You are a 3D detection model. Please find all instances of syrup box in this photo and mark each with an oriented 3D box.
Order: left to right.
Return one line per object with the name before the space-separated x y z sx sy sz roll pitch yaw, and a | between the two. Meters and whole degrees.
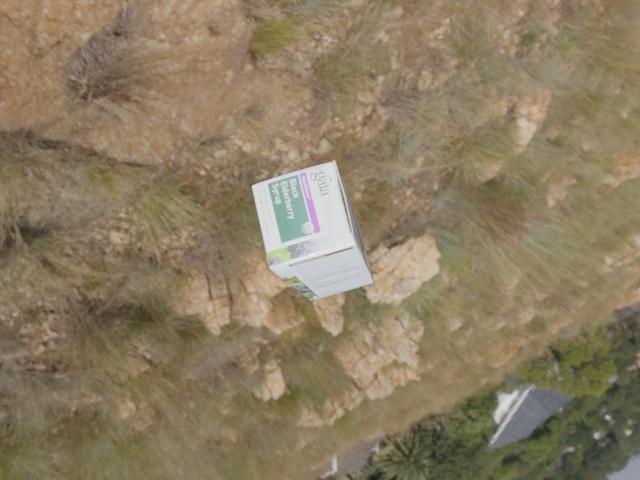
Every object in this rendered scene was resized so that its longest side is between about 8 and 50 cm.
syrup box | 0.000 0.000 0.685 0.096 0.093 0.237 -16 164 6
